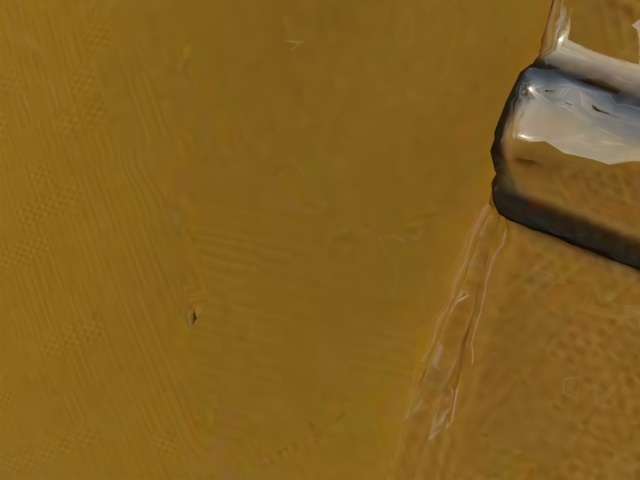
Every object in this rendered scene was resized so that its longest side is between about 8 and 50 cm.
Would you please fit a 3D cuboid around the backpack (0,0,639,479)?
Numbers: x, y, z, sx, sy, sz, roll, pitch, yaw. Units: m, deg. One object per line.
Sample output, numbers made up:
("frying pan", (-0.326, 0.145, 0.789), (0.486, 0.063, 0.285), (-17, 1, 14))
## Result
("backpack", (0.034, -0.035, 0.422), (0.201, 0.353, 0.378), (-32, -17, -53))
